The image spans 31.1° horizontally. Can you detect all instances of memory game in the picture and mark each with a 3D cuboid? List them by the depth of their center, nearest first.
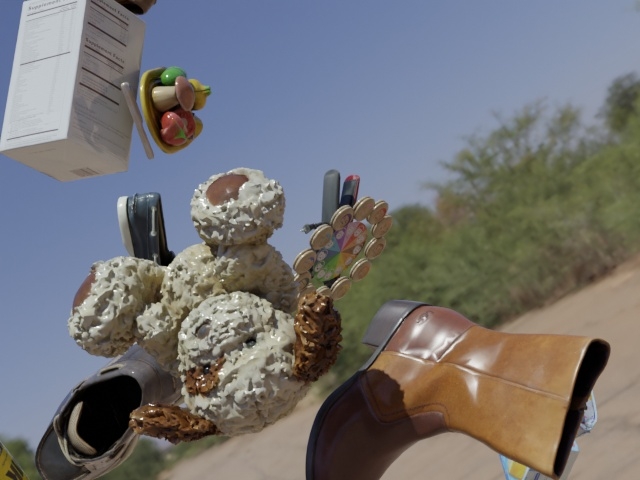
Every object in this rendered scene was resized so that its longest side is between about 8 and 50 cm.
[{"bbox_3d":[0.029,0.019,1.538,0.186,0.012,0.186,-34,-33,-25],"label":"memory game"}]

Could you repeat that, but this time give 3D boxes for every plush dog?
[{"bbox_3d":[-0.092,0.096,1.149,0.262,0.225,0.210,-35,-43,10],"label":"plush dog"}]

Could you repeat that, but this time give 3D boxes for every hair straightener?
[{"bbox_3d":[0.000,0.000,1.782,0.089,0.230,0.047,15,-6,-33],"label":"hair straightener"}]

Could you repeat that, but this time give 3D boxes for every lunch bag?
[{"bbox_3d":[0.379,0.251,1.721,0.053,0.083,0.071,-9,-16,-8],"label":"lunch bag"}]

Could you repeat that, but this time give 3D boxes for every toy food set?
[{"bbox_3d":[-0.206,-0.196,1.693,0.071,0.128,0.218,-13,12,15],"label":"toy food set"}]

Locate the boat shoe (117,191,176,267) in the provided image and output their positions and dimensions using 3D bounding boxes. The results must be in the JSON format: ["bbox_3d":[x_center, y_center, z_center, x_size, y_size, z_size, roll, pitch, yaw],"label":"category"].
[{"bbox_3d":[-0.271,0.038,1.922,0.079,0.254,0.095,-10,17,6],"label":"boat shoe"}]

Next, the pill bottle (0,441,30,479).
[{"bbox_3d":[-0.508,0.395,1.780,0.119,0.208,0.119,-21,28,12],"label":"pill bottle"}]

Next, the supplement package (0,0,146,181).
[{"bbox_3d":[-0.359,-0.228,1.686,0.139,0.244,0.134,-6,-20,31],"label":"supplement package"}]

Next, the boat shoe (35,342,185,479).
[{"bbox_3d":[-0.312,0.243,1.595,0.355,0.132,0.130,-45,-13,33],"label":"boat shoe"}]

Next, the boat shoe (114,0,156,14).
[{"bbox_3d":[-0.427,-0.459,2.148,0.257,0.095,0.095,2,-29,21],"label":"boat shoe"}]

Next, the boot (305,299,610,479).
[{"bbox_3d":[0.135,0.197,1.167,0.280,0.096,0.264,12,63,46],"label":"boot"}]

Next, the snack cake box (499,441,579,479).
[{"bbox_3d":[0.426,0.391,2.321,0.264,0.089,0.152,-97,20,-61],"label":"snack cake box"}]
